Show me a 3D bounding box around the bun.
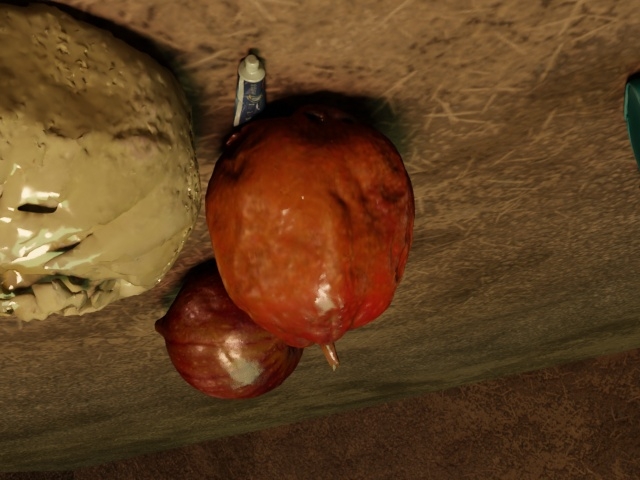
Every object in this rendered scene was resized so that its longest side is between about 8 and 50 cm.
[{"bbox_3d":[-0.200,-0.023,0.432,0.259,0.152,0.259,-11,159,-5],"label":"bun"}]

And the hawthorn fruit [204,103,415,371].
[{"bbox_3d":[-0.004,-0.014,0.518,0.173,0.179,0.173,4,139,4],"label":"hawthorn fruit"}]

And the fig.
[{"bbox_3d":[-0.129,0.107,0.805,0.207,0.175,0.175,1,161,12],"label":"fig"}]

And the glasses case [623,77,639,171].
[{"bbox_3d":[0.410,-0.141,0.542,0.301,0.070,0.117,-19,164,16],"label":"glasses case"}]

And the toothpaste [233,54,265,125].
[{"bbox_3d":[-0.050,-0.104,0.475,0.027,0.019,0.083,-23,166,-14],"label":"toothpaste"}]

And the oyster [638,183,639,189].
[{"bbox_3d":[0.489,-0.042,0.675,0.198,0.112,0.267,7,-174,-32],"label":"oyster"}]
